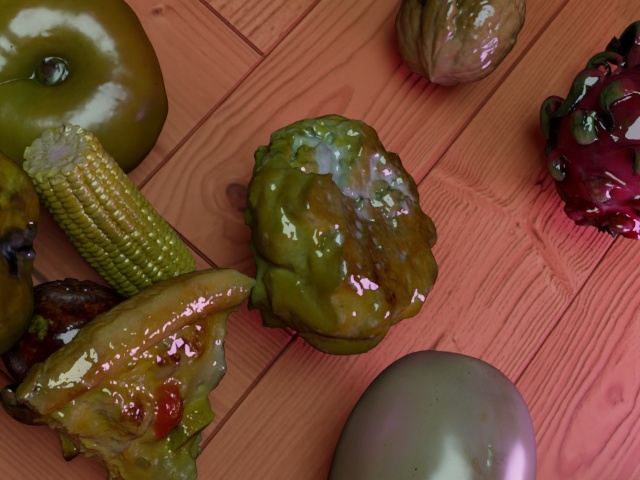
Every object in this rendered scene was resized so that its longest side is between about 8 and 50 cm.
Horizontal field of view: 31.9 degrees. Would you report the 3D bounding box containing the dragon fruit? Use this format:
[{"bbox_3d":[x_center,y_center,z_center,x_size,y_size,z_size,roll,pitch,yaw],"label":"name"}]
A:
[{"bbox_3d":[0.391,-0.136,1.436,0.218,0.198,0.273,20,43,18],"label":"dragon fruit"}]

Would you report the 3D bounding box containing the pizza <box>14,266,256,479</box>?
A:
[{"bbox_3d":[-0.158,0.174,1.143,0.075,0.288,0.280,22,46,36],"label":"pizza"}]

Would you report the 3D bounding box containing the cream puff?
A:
[{"bbox_3d":[-0.001,-0.002,1.260,0.282,0.185,0.282,26,52,-39],"label":"cream puff"}]

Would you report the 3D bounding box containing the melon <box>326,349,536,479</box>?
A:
[{"bbox_3d":[0.116,0.274,1.203,0.223,0.223,0.317,16,76,-13],"label":"melon"}]

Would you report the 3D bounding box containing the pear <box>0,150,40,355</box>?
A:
[{"bbox_3d":[-0.470,0.012,1.024,0.413,0.352,0.352,0,75,-19],"label":"pear"}]

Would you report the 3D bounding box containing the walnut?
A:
[{"bbox_3d":[0.175,-0.276,1.415,0.155,0.155,0.184,32,70,-8],"label":"walnut"}]

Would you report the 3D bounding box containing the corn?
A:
[{"bbox_3d":[-0.218,-0.015,1.181,0.093,0.093,0.244,-57,136,-22],"label":"corn"}]

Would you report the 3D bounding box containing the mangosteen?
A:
[{"bbox_3d":[-0.269,0.127,1.177,0.156,0.181,0.146,-3,32,-35],"label":"mangosteen"}]

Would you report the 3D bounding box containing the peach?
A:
[{"bbox_3d":[-0.295,-0.170,1.236,0.251,0.153,0.251,0,78,-2],"label":"peach"}]
